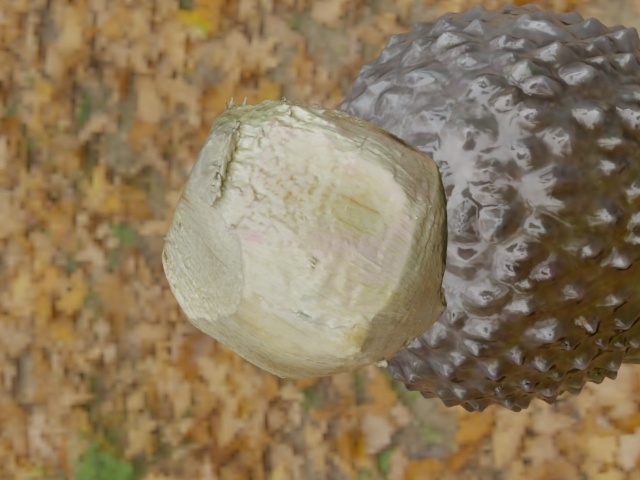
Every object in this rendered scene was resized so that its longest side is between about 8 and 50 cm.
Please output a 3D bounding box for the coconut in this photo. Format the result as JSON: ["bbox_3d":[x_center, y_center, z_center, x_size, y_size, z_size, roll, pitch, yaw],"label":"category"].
[{"bbox_3d":[-0.001,0.002,1.084,0.194,0.194,0.194,-1,89,51],"label":"coconut"}]

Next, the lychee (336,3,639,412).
[{"bbox_3d":[0.186,-0.031,1.529,0.432,0.380,0.381,-4,85,9],"label":"lychee"}]
